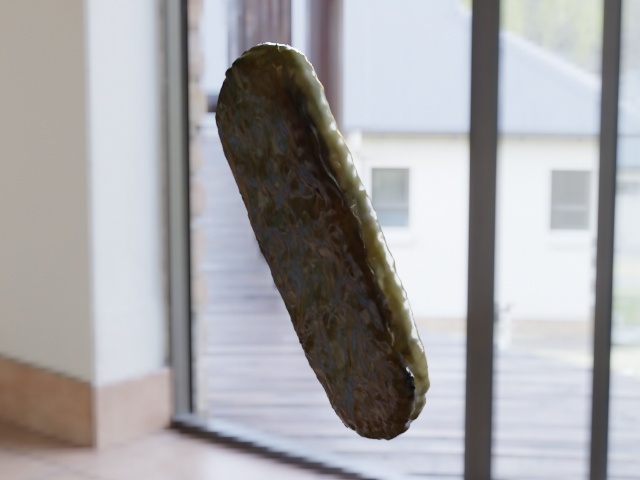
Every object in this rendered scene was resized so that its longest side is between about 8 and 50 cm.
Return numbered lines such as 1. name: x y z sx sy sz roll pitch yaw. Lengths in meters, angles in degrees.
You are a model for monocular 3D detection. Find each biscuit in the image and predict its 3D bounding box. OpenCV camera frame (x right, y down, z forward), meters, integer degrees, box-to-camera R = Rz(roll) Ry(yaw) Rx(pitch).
1. biscuit: 0.000 0.000 0.986 0.029 0.247 0.118 -16 -11 -28
